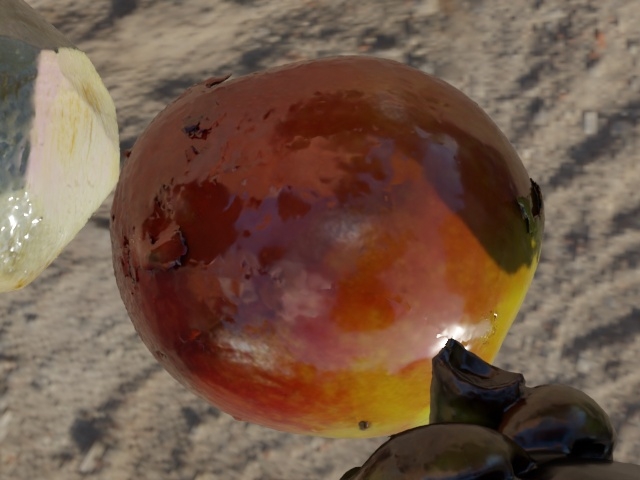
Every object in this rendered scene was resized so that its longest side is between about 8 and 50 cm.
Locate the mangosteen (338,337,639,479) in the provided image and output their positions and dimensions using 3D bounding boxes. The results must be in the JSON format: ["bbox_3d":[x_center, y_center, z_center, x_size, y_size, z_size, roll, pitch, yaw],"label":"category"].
[{"bbox_3d":[0.120,0.227,0.927,0.307,0.307,0.347,-9,63,-26],"label":"mangosteen"}]

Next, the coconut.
[{"bbox_3d":[-0.260,-0.071,1.197,0.237,0.197,0.236,-2,90,-66],"label":"coconut"}]

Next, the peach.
[{"bbox_3d":[0.000,0.000,1.402,0.370,0.370,0.370,-2,95,-26],"label":"peach"}]
